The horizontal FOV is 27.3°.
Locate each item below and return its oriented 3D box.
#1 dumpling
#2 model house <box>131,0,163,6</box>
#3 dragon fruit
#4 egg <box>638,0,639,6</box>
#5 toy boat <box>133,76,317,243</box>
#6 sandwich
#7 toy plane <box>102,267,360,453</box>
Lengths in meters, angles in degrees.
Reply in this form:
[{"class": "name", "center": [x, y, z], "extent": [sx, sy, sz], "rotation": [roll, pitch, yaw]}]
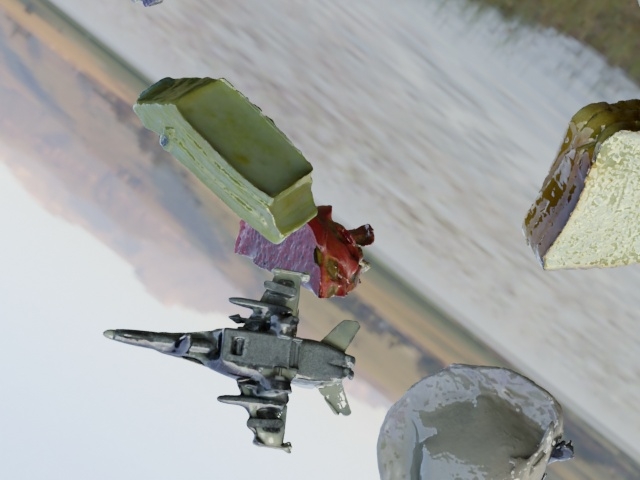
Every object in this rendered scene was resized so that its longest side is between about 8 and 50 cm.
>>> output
[{"class": "dumpling", "center": [0.207, 0.291, 1.774], "extent": [0.163, 0.293, 0.204], "rotation": [18, -155, -42]}, {"class": "model house", "center": [-0.242, -0.378, 1.844], "extent": [0.101, 0.100, 0.088], "rotation": [59, 161, -3]}, {"class": "dragon fruit", "center": [0.000, 0.000, 2.209], "extent": [0.211, 0.134, 0.262], "rotation": [6, -168, -43]}, {"class": "egg", "center": [0.513, -0.296, 1.475], "extent": [0.336, 0.278, 0.278], "rotation": [12, -160, -46]}, {"class": "toy boat", "center": [-0.117, -0.121, 1.675], "extent": [0.276, 0.111, 0.084], "rotation": [44, 141, 11]}, {"class": "sandwich", "center": [0.343, -0.062, 1.528], "extent": [0.186, 0.215, 0.065], "rotation": [-5, -137, -26]}, {"class": "toy plane", "center": [-0.086, 0.112, 1.335], "extent": [0.262, 0.192, 0.088], "rotation": [11, 163, -22]}]
